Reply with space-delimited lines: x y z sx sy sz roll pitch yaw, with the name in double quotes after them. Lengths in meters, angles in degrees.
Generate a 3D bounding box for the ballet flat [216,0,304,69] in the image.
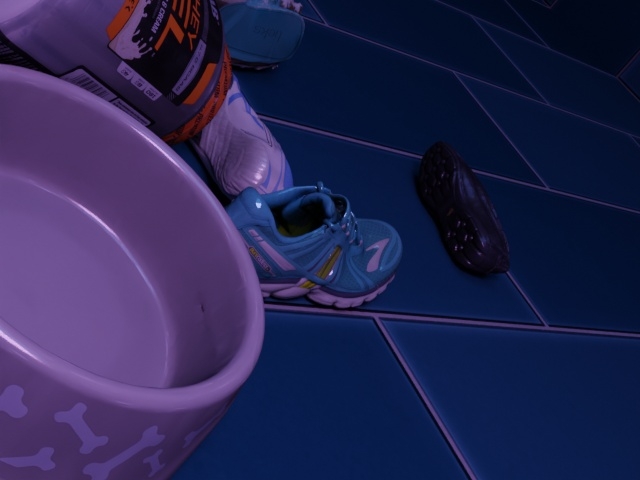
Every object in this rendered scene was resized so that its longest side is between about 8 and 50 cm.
-0.176 -0.288 1.195 0.147 0.147 0.409 50 23 21 "ballet flat"

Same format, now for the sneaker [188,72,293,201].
-0.094 -0.110 1.082 0.086 0.085 0.237 48 10 -46 "sneaker"

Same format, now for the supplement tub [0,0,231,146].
-0.206 -0.203 0.870 0.193 0.193 0.316 50 4 21 "supplement tub"

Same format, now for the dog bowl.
-0.187 0.015 0.709 0.349 0.102 0.348 36 29 -23 "dog bowl"

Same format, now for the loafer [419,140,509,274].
0.192 -0.042 1.316 0.078 0.076 0.223 23 36 -37 "loafer"

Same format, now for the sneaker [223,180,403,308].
0.000 0.000 0.983 0.275 0.110 0.107 1 45 -50 "sneaker"
